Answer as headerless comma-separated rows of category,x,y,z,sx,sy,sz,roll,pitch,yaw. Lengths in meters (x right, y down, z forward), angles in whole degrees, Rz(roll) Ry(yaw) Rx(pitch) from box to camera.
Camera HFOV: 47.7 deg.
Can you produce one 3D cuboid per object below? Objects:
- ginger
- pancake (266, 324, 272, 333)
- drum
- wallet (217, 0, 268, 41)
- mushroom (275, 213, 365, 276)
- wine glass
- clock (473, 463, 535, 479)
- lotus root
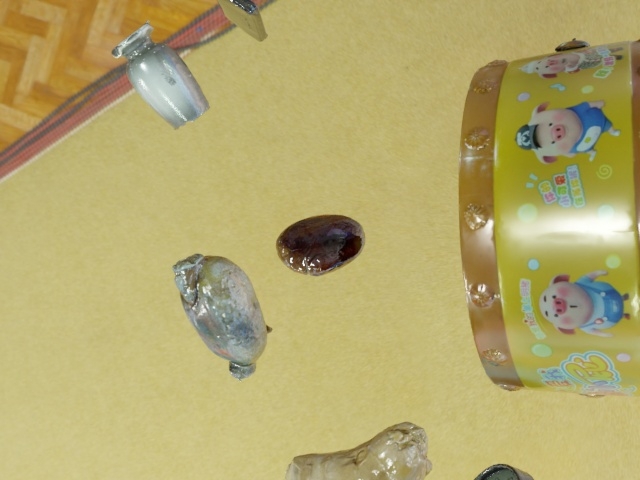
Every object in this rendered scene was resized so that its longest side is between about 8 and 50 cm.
ginger,0.040,0.251,0.773,0.190,0.069,0.095,-31,95,27
pancake,-0.186,0.240,1.988,0.115,0.115,0.011,14,102,22
drum,0.318,-0.025,0.870,0.214,0.431,0.430,-4,87,26
wallet,-0.203,-0.574,1.803,0.149,0.250,0.044,37,90,2
mushroom,0.000,0.000,0.987,0.123,0.123,0.052,6,123,22
wine glass,-0.315,-0.322,1.435,0.111,0.111,0.204,-29,111,19
clock,0.278,0.448,1.162,0.040,0.184,0.184,30,102,-11
lotus root,-0.219,0.174,1.716,0.175,0.175,0.349,-13,118,22
